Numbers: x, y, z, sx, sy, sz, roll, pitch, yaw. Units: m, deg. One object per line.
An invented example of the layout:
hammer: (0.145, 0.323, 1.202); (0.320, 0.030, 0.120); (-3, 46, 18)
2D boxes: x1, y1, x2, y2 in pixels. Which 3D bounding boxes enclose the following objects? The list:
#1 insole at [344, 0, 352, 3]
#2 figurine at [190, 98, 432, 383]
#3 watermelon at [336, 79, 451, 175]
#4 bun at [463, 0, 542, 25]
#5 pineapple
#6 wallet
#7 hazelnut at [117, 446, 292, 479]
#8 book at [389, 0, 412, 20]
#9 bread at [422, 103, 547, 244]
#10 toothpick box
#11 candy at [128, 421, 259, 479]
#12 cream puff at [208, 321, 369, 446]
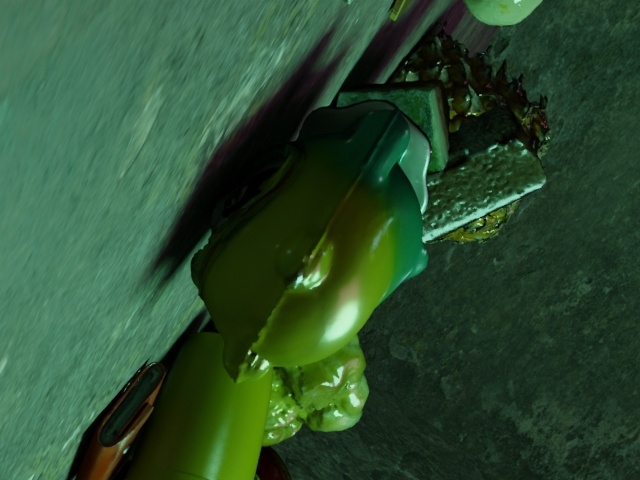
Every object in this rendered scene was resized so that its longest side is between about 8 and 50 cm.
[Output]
insole: (0.068, -0.299, 1.099); (0.063, 0.010, 0.192); (-49, 173, -49)
figurine: (0.000, 0.000, 1.280); (0.323, 0.231, 0.340); (-59, 179, 38)
watermelon: (0.102, -0.166, 1.619); (0.257, 0.193, 0.139); (-44, 125, -60)
bun: (0.226, -0.372, 1.418); (0.222, 0.127, 0.222); (-163, -90, -79)
pineapple: (0.227, -0.168, 2.023); (0.352, 0.300, 0.352); (-60, 178, -4)
wallet: (-0.269, 0.260, 1.575); (0.142, 0.045, 0.204); (-54, 177, -38)
hazelnut: (-0.233, 0.526, 2.164); (0.421, 0.352, 0.421); (-28, 178, -1)
book: (0.141, -0.355, 1.425); (0.118, 0.012, 0.172); (-52, 175, -38)
bread: (0.105, -0.049, 1.655); (0.417, 0.113, 0.165); (-27, -165, 8)
toothpick box: (-0.164, 0.267, 1.683); (0.175, 0.175, 0.271); (117, -10, -63)
candy: (-0.212, 0.333, 1.791); (0.149, 0.246, 0.069); (-41, 135, -7)
cream puff: (-0.083, 0.193, 1.904); (0.257, 0.291, 0.324); (-23, -178, -15)
